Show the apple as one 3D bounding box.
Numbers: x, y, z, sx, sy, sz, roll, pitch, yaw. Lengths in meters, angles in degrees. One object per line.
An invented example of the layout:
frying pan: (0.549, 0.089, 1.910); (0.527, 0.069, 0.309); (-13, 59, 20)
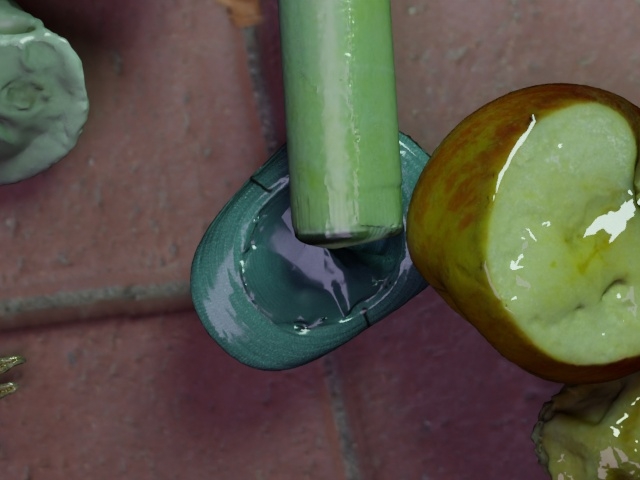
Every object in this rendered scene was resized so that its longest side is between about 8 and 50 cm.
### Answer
apple: (0.154, -0.007, 1.001); (0.195, 0.160, 0.173); (43, 94, -15)

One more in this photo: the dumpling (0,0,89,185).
dumpling: (-0.250, -0.115, 1.118); (0.219, 0.152, 0.108); (4, 68, 25)

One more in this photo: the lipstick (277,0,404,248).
lipstick: (0.008, -0.148, 1.008); (0.076, 0.076, 0.304); (-3, 94, 16)

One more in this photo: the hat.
hat: (0.000, 0.000, 1.097); (0.191, 0.078, 0.138); (-37, 101, 4)

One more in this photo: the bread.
bread: (0.273, 0.119, 1.034); (0.267, 0.130, 0.152); (-25, 138, 21)

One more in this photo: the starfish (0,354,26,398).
starfish: (-0.295, 0.122, 1.231); (0.133, 0.041, 0.130); (24, 104, 13)
